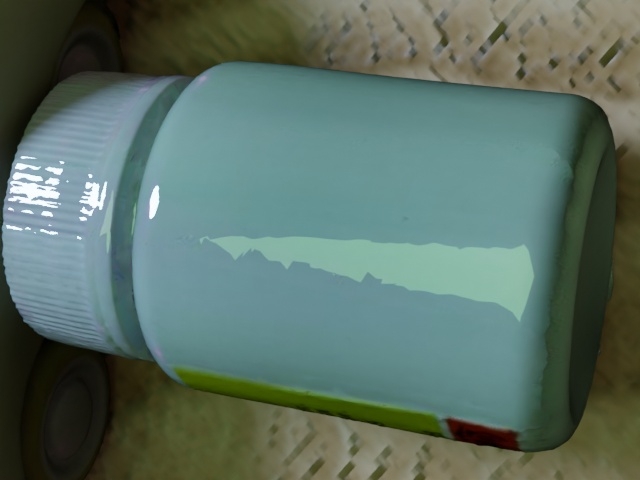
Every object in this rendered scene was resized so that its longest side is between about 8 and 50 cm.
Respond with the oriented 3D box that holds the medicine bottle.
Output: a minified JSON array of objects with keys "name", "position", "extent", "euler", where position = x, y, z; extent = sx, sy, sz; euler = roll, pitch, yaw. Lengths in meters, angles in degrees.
[{"name":"medicine bottle","position":[0.000,0.000,0.492],"extent":[0.225,0.139,0.139],"euler":[8,99,18]}]

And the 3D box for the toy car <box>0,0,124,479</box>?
[{"name":"toy car","position":[-0.236,-0.001,0.532],"extent":[0.242,0.226,0.336],"euler":[8,101,19]}]
